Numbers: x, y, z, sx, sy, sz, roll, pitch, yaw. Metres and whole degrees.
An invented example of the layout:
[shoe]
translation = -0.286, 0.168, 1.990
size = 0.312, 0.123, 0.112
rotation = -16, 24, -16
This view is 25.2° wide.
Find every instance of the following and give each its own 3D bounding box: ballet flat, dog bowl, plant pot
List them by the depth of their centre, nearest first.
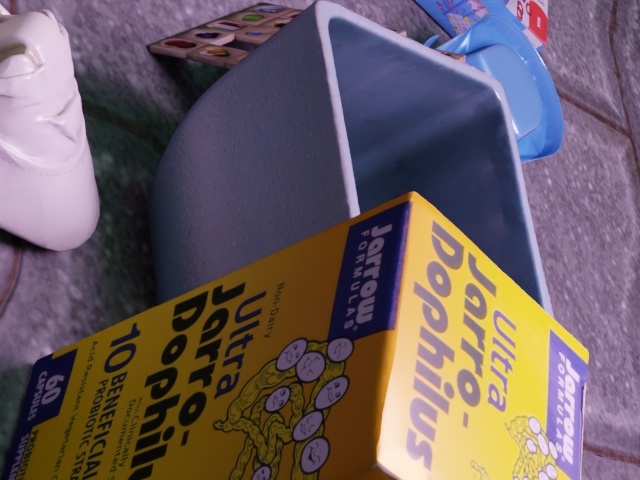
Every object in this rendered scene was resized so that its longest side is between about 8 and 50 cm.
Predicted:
[ballet flat]
translation = -0.258, -0.150, 0.979
size = 0.400, 0.139, 0.139
rotation = 51, 38, -27
[plant pot]
translation = 0.000, 0.000, 1.140
size = 0.247, 0.252, 0.248
rotation = 16, 58, -48
[dog bowl]
translation = 0.153, -0.133, 1.477
size = 0.297, 0.074, 0.166
rotation = -32, 96, -55

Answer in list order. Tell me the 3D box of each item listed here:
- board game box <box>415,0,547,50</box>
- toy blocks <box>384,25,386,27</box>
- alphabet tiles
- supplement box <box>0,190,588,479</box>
[board game box]
translation = 0.155, -0.410, 1.723
size = 0.302, 0.086, 0.308
rotation = 38, 44, -34
[toy blocks]
translation = 0.082, -0.144, 1.501
size = 0.148, 0.054, 0.123
rotation = 59, 35, -9
[alphabet tiles]
translation = 0.000, -0.172, 1.288
size = 0.198, 0.237, 0.009
rotation = -34, 134, -55
[supplement box]
translation = -0.029, 0.152, 0.924
size = 0.195, 0.356, 0.194
rotation = 40, 42, -32
